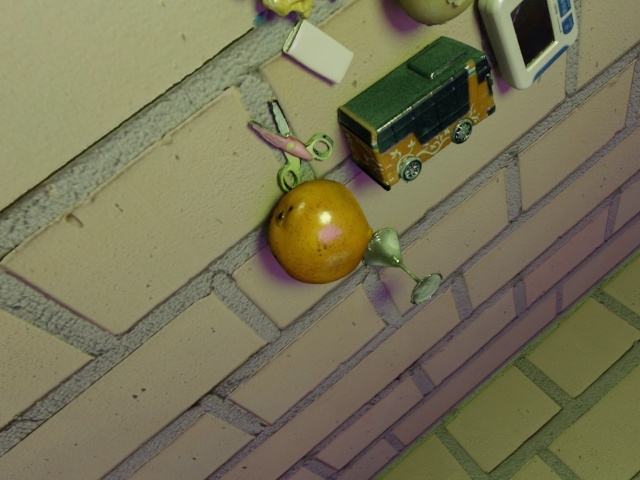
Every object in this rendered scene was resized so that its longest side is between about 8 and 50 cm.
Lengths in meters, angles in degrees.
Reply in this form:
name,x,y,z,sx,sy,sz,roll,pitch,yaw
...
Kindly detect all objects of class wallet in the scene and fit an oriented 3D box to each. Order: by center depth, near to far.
name,x,y,z,sx,sy,sz,roll,pitch,yaw
wallet,-0.001,-0.309,0.782,0.122,0.025,0.061,14,116,-44

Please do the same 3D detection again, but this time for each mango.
name,x,y,z,sx,sy,sz,roll,pitch,yaw
mango,0.000,0.000,0.950,0.190,0.160,0.290,-33,150,0

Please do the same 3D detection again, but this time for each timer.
name,x,y,z,sx,sy,sz,roll,pitch,yaw
timer,0.418,-0.448,0.959,0.178,0.078,0.253,-44,138,5

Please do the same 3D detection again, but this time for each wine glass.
name,x,y,z,sx,sy,sz,roll,pitch,yaw
wine glass,0.197,0.065,1.140,0.122,0.183,0.122,-23,137,-23

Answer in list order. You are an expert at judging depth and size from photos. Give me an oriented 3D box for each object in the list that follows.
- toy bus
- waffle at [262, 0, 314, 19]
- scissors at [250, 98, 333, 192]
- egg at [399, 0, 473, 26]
name,x,y,z,sx,sy,sz,roll,pitch,yaw
toy bus,0.185,-0.245,0.903,0.275,0.138,0.167,-35,137,-6
waffle,-0.019,-0.435,0.626,0.249,0.056,0.261,7,121,-47
scissors,-0.055,-0.174,0.858,0.133,0.020,0.187,-47,141,0
egg,0.184,-0.435,0.724,0.164,0.164,0.202,-22,141,-23
